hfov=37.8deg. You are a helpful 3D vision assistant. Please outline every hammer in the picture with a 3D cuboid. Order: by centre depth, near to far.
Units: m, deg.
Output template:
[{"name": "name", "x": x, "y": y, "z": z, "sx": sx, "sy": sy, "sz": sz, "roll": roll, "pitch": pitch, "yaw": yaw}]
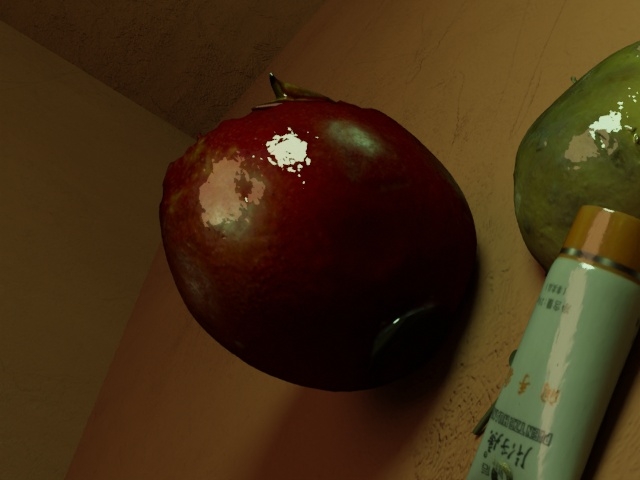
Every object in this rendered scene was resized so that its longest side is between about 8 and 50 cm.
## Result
[{"name": "hammer", "x": 0.186, "y": 0.159, "z": 0.949, "sx": 0.110, "sy": 0.035, "sz": 0.019, "roll": -60, "pitch": 16, "yaw": 24}]

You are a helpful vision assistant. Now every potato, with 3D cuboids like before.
[{"name": "potato", "x": 0.287, "y": -0.109, "z": 0.977, "sx": 0.299, "sy": 0.116, "sz": 0.239, "roll": -55, "pitch": 15, "yaw": 6}]

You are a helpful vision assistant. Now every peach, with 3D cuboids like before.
[{"name": "peach", "x": 0.015, "y": 0.016, "z": 1.125, "sx": 0.335, "sy": 0.406, "sz": 0.310, "roll": -43, "pitch": 53, "yaw": 14}]

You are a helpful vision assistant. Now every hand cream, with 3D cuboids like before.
[{"name": "hand cream", "x": 0.216, "y": 0.127, "z": 0.849, "sx": 0.139, "sy": 0.089, "sz": 0.314, "roll": 10, "pitch": 78, "yaw": 65}]
